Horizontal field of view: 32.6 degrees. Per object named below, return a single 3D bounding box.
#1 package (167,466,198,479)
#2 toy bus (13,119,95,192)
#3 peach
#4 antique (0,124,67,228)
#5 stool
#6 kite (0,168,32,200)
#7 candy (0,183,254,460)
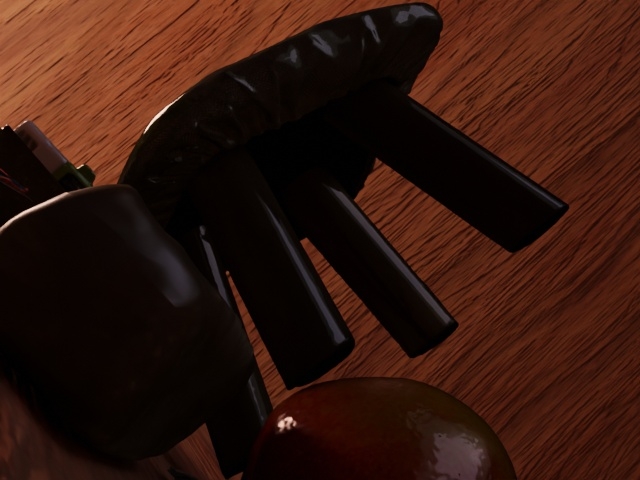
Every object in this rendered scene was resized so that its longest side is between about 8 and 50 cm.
[{"bbox_3d":[-0.066,0.195,0.745,0.110,0.015,0.037,50,-10,0],"label":"package"},{"bbox_3d":[-0.258,-0.011,1.055,0.139,0.113,0.302,49,-12,-2],"label":"toy bus"},{"bbox_3d":[0.033,0.179,0.688,0.197,0.197,0.197,47,-9,10],"label":"peach"},{"bbox_3d":[-0.185,0.023,0.793,0.221,0.081,0.080,44,-9,23],"label":"antique"},{"bbox_3d":[0.000,0.000,0.899,0.226,0.310,0.310,53,-29,13],"label":"stool"},{"bbox_3d":[-0.280,-0.095,0.726,0.234,0.016,0.321,33,-2,4],"label":"kite"},{"bbox_3d":[-0.104,0.053,0.594,0.104,0.102,0.234,46,-12,12],"label":"candy"}]
